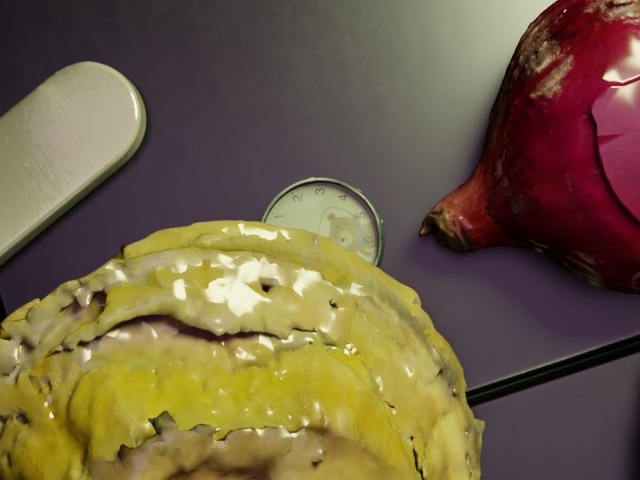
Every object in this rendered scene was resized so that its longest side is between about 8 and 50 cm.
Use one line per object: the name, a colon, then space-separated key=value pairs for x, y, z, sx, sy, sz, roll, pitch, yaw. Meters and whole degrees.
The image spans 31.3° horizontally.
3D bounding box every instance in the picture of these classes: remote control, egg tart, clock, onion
remote control: x=-0.221 y=-0.027 z=0.761 sx=0.245 sy=0.022 sz=0.077 roll=-39 pitch=82 yaw=2
egg tart: x=-0.056 y=0.165 z=0.638 sx=0.351 sy=0.150 sz=0.352 roll=-3 pitch=103 yaw=-13
clock: x=0.000 y=0.000 z=0.744 sx=0.085 sy=0.017 sz=0.085 roll=0 pitch=87 yaw=5
onion: x=0.157 y=-0.048 z=0.684 sx=0.218 sy=0.140 sz=0.195 roll=-22 pitch=92 yaw=6

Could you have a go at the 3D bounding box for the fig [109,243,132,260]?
fig: x=-0.099 y=0.040 z=0.709 sx=0.082 sy=0.098 sz=0.084 roll=-13 pitch=87 yaw=2
